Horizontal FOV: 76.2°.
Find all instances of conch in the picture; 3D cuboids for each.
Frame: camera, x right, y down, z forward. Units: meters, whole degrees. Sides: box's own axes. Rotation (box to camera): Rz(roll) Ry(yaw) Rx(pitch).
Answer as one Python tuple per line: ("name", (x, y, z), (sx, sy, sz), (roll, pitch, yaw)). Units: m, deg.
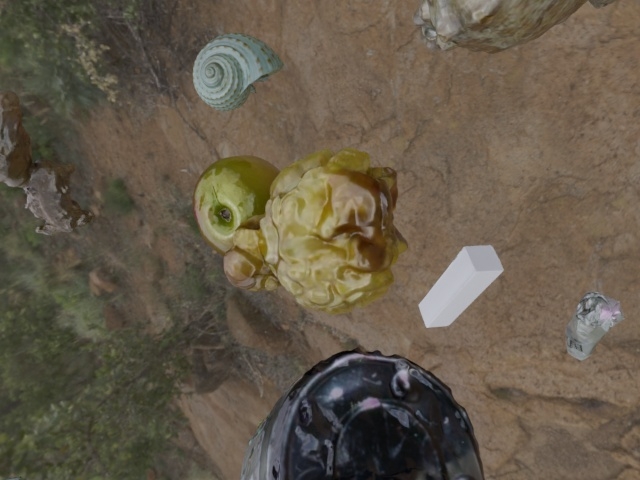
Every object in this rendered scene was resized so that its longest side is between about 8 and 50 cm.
("conch", (0.201, -0.346, 0.445), (0.210, 0.352, 0.297), (-1, 94, 41))
("conch", (-0.180, -0.359, 0.849), (0.172, 0.200, 0.131), (-35, 112, 21))

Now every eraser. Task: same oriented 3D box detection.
("eraser", (0.357, 0.129, 1.076), (0.298, 0.078, 0.076), (107, 156, -51))

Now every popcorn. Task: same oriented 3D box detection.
("popcorn", (0.000, 0.000, 0.695), (0.332, 0.225, 0.265), (-32, 93, 5))

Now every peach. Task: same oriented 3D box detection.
("peach", (-0.155, -0.068, 0.861), (0.231, 0.231, 0.231), (21, 123, 36))

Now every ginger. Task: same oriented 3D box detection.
("ginger", (-0.523, -0.127, 0.743), (0.084, 0.122, 0.290), (55, 161, 43))

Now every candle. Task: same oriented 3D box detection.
("candle", (0.013, 0.241, 0.424), (0.187, 0.187, 0.330), (48, 147, 15))

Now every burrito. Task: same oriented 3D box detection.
("burrito", (0.434, 0.140, 0.662), (0.064, 0.064, 0.203), (28, 163, 32))

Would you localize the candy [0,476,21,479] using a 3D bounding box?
("candy", (-0.559, 0.403, 0.681), (0.122, 0.035, 0.035), (-8, 135, 4))
